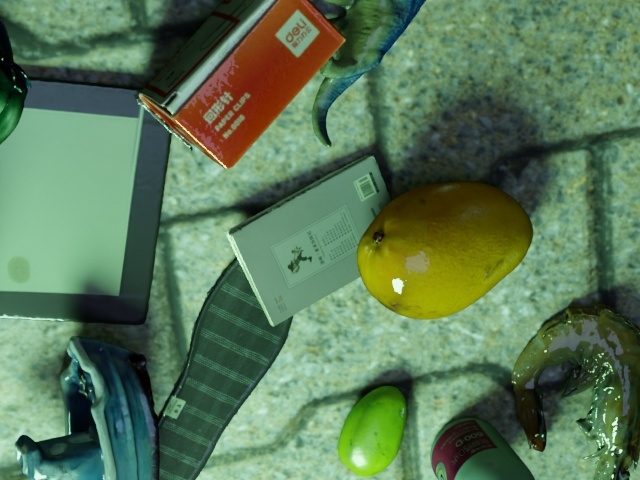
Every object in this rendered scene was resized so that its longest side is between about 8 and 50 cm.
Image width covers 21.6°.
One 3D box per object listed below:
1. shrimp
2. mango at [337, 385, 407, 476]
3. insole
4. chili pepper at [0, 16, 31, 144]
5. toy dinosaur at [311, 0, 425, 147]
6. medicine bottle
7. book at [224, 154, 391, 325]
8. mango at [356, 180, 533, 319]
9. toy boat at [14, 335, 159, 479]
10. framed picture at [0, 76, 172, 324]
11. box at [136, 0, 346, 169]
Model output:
[{"bbox_3d":[0.304,0.195,1.961,0.173,0.058,0.253,5,105,-10],"label":"shrimp"},{"bbox_3d":[0.061,0.215,1.895,0.073,0.056,0.108,28,88,-27],"label":"mango"},{"bbox_3d":[-0.113,0.144,1.840,0.110,0.012,0.309,26,100,-25],"label":"insole"},{"bbox_3d":[-0.405,-0.148,1.519,0.257,0.248,0.233,-40,78,-4],"label":"chili pepper"},{"bbox_3d":[0.081,-0.212,1.739,0.188,0.075,0.247,7,102,-26],"label":"toy dinosaur"},{"bbox_3d":[0.195,0.280,1.867,0.090,0.216,0.090,-5,111,-14],"label":"medicine bottle"},{"bbox_3d":[0.000,0.000,1.810,0.182,0.014,0.127,-29,117,-11],"label":"book"},{"bbox_3d":[0.141,0.006,1.809,0.219,0.112,0.145,-16,113,-32],"label":"mango"},{"bbox_3d":[-0.250,0.242,1.770,0.142,0.129,0.309,-7,113,-26],"label":"toy boat"},{"bbox_3d":[-0.330,-0.043,1.705,0.347,0.016,0.265,3,109,-18],"label":"framed picture"},{"bbox_3d":[-0.084,-0.172,1.657,0.182,0.133,0.099,-48,114,-2],"label":"box"}]
